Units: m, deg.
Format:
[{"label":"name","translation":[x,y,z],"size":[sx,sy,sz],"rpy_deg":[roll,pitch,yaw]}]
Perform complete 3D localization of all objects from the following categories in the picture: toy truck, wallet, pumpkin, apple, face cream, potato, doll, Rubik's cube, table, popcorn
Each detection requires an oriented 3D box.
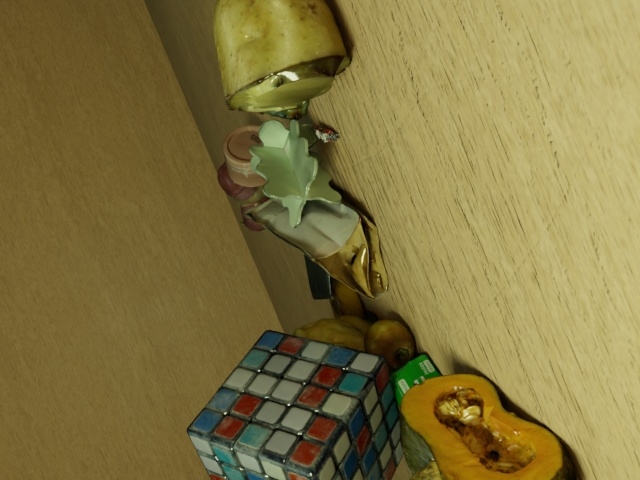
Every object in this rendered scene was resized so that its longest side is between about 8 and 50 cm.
[{"label":"toy truck","translation":[0.010,-0.215,1.322],"size":[0.083,0.032,0.024],"rpy_deg":[-133,26,-63]},{"label":"wallet","translation":[-0.006,0.028,1.665],"size":[0.169,0.052,0.245],"rpy_deg":[162,101,-72]},{"label":"pumpkin","translation":[0.223,0.339,0.985],"size":[0.317,0.222,0.139],"rpy_deg":[45,156,61]},{"label":"apple","translation":[0.146,0.221,1.375],"size":[0.114,0.099,0.102],"rpy_deg":[56,168,-31]},{"label":"face cream","translation":[-0.198,-0.240,1.859],"size":[0.149,0.149,0.104],"rpy_deg":[60,165,30]},{"label":"potato","translation":[-0.079,-0.336,1.086],"size":[0.285,0.243,0.242],"rpy_deg":[-87,-24,-84]},{"label":"doll","translation":[-0.218,-0.155,2.097],"size":[0.196,0.152,0.255],"rpy_deg":[-1,132,43]},{"label":"Rubik's cube","translation":[-0.032,0.387,1.268],"size":[0.292,0.293,0.286],"rpy_deg":[8,130,32]},{"label":"table","translation":[-0.054,-0.139,1.352],"size":[0.198,0.167,0.166],"rpy_deg":[-113,9,-48]},{"label":"popcorn","translation":[0.058,0.293,1.550],"size":[0.298,0.280,0.316],"rpy_deg":[26,168,32]}]

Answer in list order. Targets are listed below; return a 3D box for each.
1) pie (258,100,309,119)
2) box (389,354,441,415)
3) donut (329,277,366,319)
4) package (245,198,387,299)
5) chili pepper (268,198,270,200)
[{"label":"pie","translation":[-0.110,-0.383,1.407],"size":[0.257,0.106,0.274],"rpy_deg":[30,147,46]},{"label":"box","translation":[0.213,0.367,1.354],"size":[0.180,0.103,0.250],"rpy_deg":[58,166,34]},{"label":"donut","translation":[0.067,0.173,1.701],"size":[0.162,0.066,0.178],"rpy_deg":[-122,14,-55]},{"label":"package","translation":[0.015,-0.029,1.431],"size":[0.221,0.165,0.311],"rpy_deg":[33,-179,-37]},{"label":"chili pepper","translation":[-0.104,-0.145,1.718],"size":[0.099,0.084,0.253],"rpy_deg":[101,160,-57]}]
